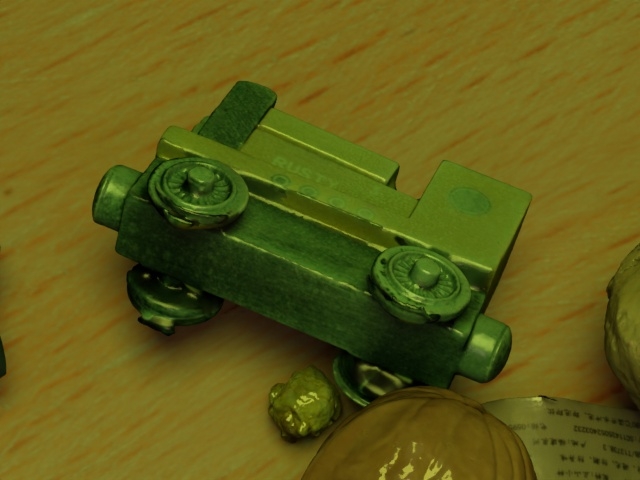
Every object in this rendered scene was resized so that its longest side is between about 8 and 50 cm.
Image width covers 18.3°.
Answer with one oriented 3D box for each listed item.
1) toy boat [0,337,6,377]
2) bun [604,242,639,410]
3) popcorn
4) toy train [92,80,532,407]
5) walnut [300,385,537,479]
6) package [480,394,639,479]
[{"bbox_3d":[-0.369,0.015,1.809,0.122,0.114,0.296,-22,64,-38],"label":"toy boat"},{"bbox_3d":[0.359,0.104,1.787,0.259,0.152,0.259,27,45,-31],"label":"bun"},{"bbox_3d":[-0.011,0.147,1.798,0.059,0.068,0.083,53,36,-12],"label":"popcorn"},{"bbox_3d":[0.000,0.000,1.802,0.397,0.160,0.253,22,39,8],"label":"toy train"},{"bbox_3d":[0.068,0.249,1.648,0.225,0.225,0.261,28,87,11],"label":"walnut"},{"bbox_3d":[0.239,0.241,1.766,0.251,0.062,0.204,2,62,-8],"label":"package"}]
